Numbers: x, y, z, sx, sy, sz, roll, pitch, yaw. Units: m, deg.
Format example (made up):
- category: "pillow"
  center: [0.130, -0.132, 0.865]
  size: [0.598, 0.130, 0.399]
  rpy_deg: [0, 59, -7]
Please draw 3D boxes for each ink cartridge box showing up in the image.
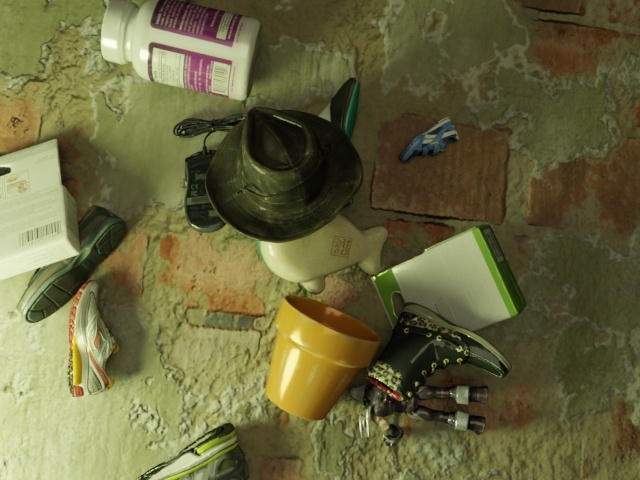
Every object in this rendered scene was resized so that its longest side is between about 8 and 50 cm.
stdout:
- category: "ink cartridge box"
  center: [-0.634, -0.045, 1.413]
  size: [0.296, 0.066, 0.261]
  rpy_deg: [-18, 57, -1]
- category: "ink cartridge box"
  center: [0.259, 0.102, 1.471]
  size: [0.255, 0.097, 0.189]
  rpy_deg: [-26, 83, 26]

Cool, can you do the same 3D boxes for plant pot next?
- category: "plant pot"
  center: [-0.013, 0.232, 1.380]
  size: [0.205, 0.205, 0.188]
  rpy_deg: [24, 96, -1]

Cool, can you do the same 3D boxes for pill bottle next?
- category: "pill bottle"
  center: [-0.279, -0.396, 1.457]
  size: [0.301, 0.169, 0.169]
  rpy_deg: [12, 81, -3]

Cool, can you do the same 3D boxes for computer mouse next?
- category: "computer mouse"
  center: [-0.196, -0.139, 1.483]
  size: [0.183, 0.060, 0.262]
  rpy_deg: [-11, 71, -2]

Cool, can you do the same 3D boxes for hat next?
- category: "hat"
  center: [-0.086, -0.164, 1.348]
  size: [0.331, 0.134, 0.332]
  rpy_deg: [-6, 55, 9]

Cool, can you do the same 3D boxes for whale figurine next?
- category: "whale figurine"
  center: [0.000, 0.000, 1.453]
  size: [0.271, 0.141, 0.217]
  rpy_deg: [7, 94, -26]

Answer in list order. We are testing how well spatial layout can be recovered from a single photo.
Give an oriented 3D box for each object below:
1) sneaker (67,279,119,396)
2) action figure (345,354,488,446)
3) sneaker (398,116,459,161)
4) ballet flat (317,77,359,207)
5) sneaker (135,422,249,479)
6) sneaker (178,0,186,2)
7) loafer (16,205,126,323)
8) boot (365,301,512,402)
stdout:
- category: "sneaker"
  center: [-0.446, 0.190, 1.408]
  size: [0.092, 0.088, 0.226]
  rpy_deg: [1, 81, -25]
- category: "action figure"
  center: [0.185, 0.322, 1.426]
  size: [0.284, 0.099, 0.186]
  rpy_deg: [8, 88, 1]
- category: "sneaker"
  center: [0.233, -0.205, 1.528]
  size: [0.144, 0.053, 0.059]
  rpy_deg: [-34, 87, -8]
- category: "ballet flat"
  center: [0.026, -0.206, 1.494]
  size: [0.096, 0.095, 0.281]
  rpy_deg: [3, 81, 8]
- category: "sneaker"
  center: [-0.269, 0.477, 1.358]
  size: [0.299, 0.111, 0.121]
  rpy_deg: [-31, 89, -6]
- category: "sneaker"
  center: [-0.396, -0.573, 1.526]
  size: [0.258, 0.094, 0.091]
  rpy_deg: [13, 62, -7]
- category: "loafer"
  center: [-0.503, 0.044, 1.423]
  size: [0.084, 0.096, 0.267]
  rpy_deg: [35, 72, 21]
- category: "boot"
  center: [0.220, 0.242, 1.357]
  size: [0.236, 0.085, 0.179]
  rpy_deg: [29, 68, 21]
